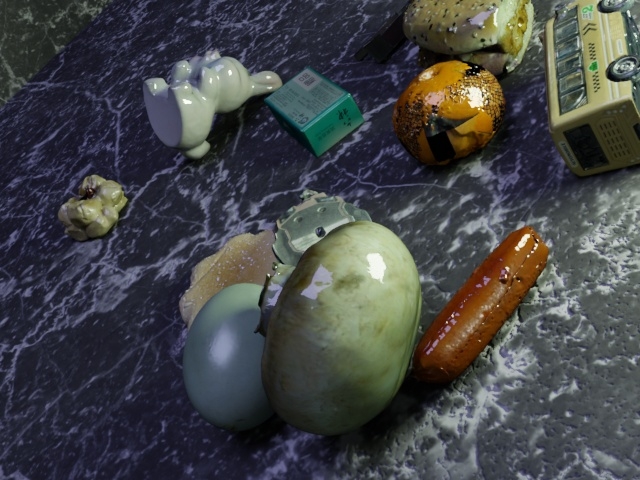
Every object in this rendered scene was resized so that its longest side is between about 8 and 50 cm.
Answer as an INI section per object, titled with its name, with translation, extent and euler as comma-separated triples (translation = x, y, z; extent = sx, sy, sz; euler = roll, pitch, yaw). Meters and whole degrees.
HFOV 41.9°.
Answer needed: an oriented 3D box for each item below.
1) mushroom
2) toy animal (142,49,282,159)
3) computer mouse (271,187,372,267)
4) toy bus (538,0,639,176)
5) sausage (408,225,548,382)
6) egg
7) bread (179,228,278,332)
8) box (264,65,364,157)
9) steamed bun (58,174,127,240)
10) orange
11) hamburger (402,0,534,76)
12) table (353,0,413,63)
[mushroom]
translation = 0.024, 0.131, 1.332
extent = 0.260, 0.352, 0.352
euler = 17, 55, 11
[toy animal]
translation = -0.287, -0.385, 2.259
extent = 0.196, 0.241, 0.367
euler = 21, 49, 39
[computer mouse]
translation = 0.002, 0.006, 1.671
extent = 0.199, 0.115, 0.389
euler = -18, 31, -5
[toy bus]
translation = 0.522, -0.305, 1.562
extent = 0.201, 0.177, 0.366
euler = -18, 41, 30
[sausage]
translation = 0.264, 0.108, 1.371
extent = 0.330, 0.102, 0.102
euler = -47, 39, -17
[egg]
translation = -0.142, 0.205, 1.488
extent = 0.202, 0.203, 0.283
euler = -17, 48, 22
[bread]
translation = -0.173, 0.087, 1.766
extent = 0.316, 0.054, 0.316
euler = -22, 38, 19
[box]
translation = -0.019, -0.321, 2.061
extent = 0.153, 0.092, 0.245
euler = -37, 38, -4
[steamed bun]
translation = -0.617, -0.093, 2.257
extent = 0.192, 0.106, 0.178
euler = 9, 56, 41
[orange]
translation = 0.263, -0.268, 1.726
extent = 0.234, 0.182, 0.234
euler = -31, 25, 17
[hamburger]
translation = 0.336, -0.489, 1.892
extent = 0.276, 0.195, 0.318
euler = -6, 44, 31
[table]
translation = 0.178, -0.531, 2.155
extent = 0.146, 0.062, 0.175
euler = -49, 7, -17
